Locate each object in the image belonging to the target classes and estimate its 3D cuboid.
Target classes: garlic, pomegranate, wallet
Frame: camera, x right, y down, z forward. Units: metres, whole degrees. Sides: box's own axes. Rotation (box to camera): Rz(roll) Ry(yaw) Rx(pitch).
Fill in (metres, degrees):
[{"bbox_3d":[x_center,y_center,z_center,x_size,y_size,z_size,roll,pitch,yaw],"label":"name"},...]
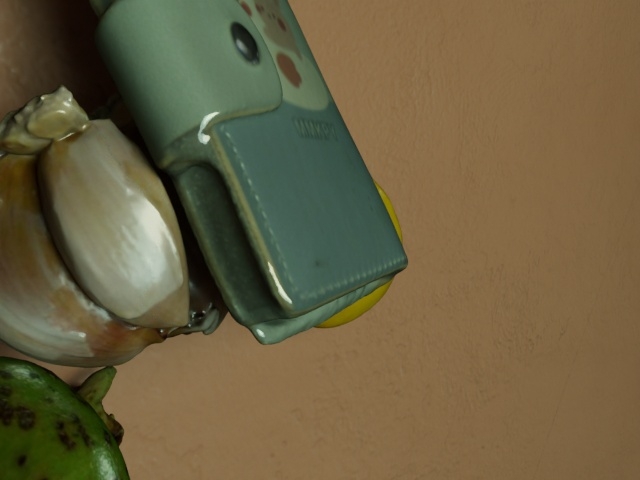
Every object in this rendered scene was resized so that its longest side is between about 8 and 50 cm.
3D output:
[{"bbox_3d":[-0.153,-0.009,0.494,0.160,0.214,0.191,-21,104,7],"label":"garlic"},{"bbox_3d":[-0.208,0.168,0.447,0.263,0.210,0.211,-35,121,-61],"label":"pomegranate"},{"bbox_3d":[-0.054,-0.113,0.494,0.361,0.083,0.252,65,24,3],"label":"wallet"}]

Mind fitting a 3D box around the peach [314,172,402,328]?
[{"bbox_3d":[0.000,0.000,0.665,0.179,0.103,0.179,-7,103,-34],"label":"peach"}]
